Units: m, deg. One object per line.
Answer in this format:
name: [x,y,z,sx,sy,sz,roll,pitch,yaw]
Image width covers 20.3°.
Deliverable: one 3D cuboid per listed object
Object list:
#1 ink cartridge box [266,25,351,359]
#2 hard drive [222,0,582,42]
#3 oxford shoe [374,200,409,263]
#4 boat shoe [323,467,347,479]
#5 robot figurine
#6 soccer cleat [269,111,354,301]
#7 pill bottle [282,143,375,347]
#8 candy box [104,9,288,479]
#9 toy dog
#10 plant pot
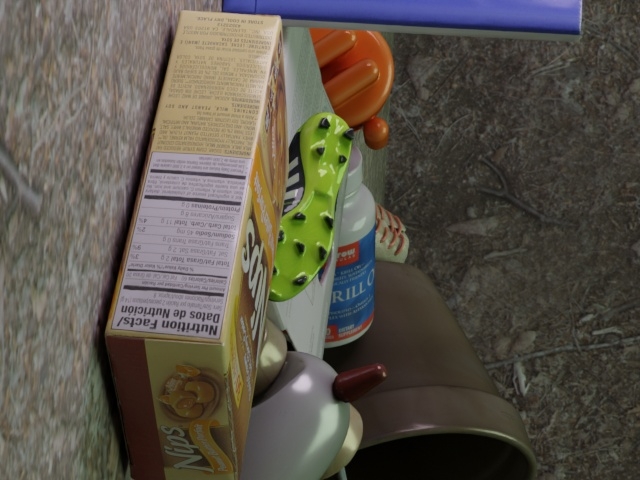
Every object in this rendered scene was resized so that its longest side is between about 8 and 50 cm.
ink cartridge box: [-0.041,-0.043,1.688,0.261,0.066,0.296,71,23,-54]
hard drive: [0.080,-0.291,1.617,0.040,0.318,0.210,69,25,-76]
oxford shoe: [0.037,-0.031,2.209,0.397,0.146,0.141,79,16,-67]
boat shoe: [-0.012,0.321,1.959,0.103,0.118,0.320,40,-39,50]
robot figurine: [0.015,-0.183,1.973,0.219,0.158,0.128,114,-6,-88]
soccer cleat: [-0.019,-0.025,1.520,0.072,0.060,0.179,-26,-138,60]
pill bottle: [0.000,0.000,1.990,0.124,0.124,0.222,-78,170,-53]
candy box: [-0.084,0.002,1.335,0.183,0.087,0.316,88,7,-50]
toy dog: [-0.029,0.213,1.506,0.220,0.161,0.334,23,59,-44]
plant pot: [0.075,0.188,2.176,0.323,0.323,0.280,85,-5,-58]
